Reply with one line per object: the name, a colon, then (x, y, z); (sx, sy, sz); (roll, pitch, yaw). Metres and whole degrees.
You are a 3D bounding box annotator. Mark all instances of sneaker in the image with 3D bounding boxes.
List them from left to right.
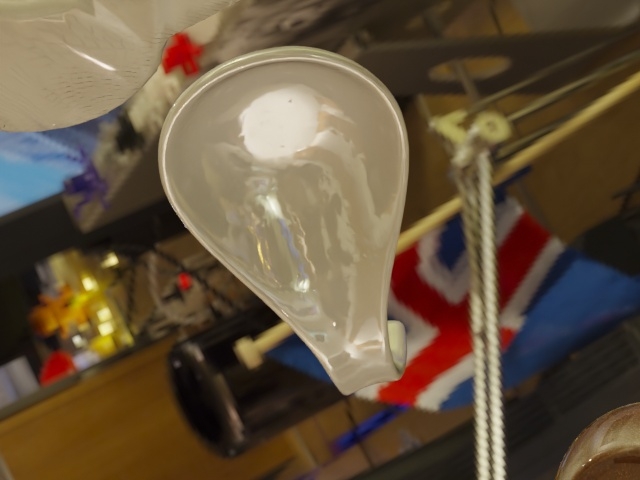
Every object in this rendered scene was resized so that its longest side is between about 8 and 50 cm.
sneaker: (-0.081, -0.113, 0.556); (0.212, 0.080, 0.094); (-23, 54, 33)

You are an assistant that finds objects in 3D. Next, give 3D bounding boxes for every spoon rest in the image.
spoon rest: (0.000, 0.000, 0.870); (0.084, 0.137, 0.276); (-104, -7, -45)

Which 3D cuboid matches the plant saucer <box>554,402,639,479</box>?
plant saucer: (0.232, 0.212, 1.039); (0.198, 0.036, 0.198); (3, 95, 43)
